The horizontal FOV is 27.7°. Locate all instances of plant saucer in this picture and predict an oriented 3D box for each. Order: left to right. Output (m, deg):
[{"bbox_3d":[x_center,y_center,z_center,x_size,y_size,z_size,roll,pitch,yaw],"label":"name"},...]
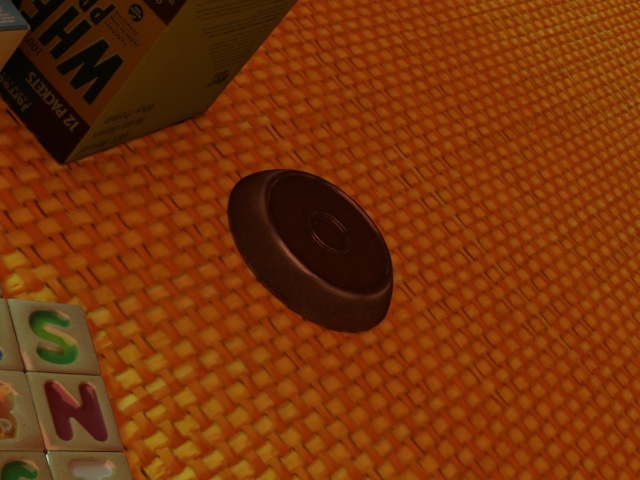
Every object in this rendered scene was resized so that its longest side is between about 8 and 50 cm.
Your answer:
[{"bbox_3d":[0.000,0.000,1.085,0.168,0.029,0.168,27,37,-23],"label":"plant saucer"}]

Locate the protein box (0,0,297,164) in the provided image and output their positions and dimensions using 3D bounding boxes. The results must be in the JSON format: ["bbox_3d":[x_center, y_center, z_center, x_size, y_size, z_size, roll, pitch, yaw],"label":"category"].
[{"bbox_3d":[-0.130,-0.192,0.997,0.136,0.201,0.200,49,33,7],"label":"protein box"}]

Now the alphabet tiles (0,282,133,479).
[{"bbox_3d":[-0.229,0.118,0.720,0.285,0.011,0.342,10,46,-42],"label":"alphabet tiles"}]

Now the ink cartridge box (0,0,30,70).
[{"bbox_3d":[-0.292,-0.167,0.897,0.143,0.090,0.092,52,33,14],"label":"ink cartridge box"}]
